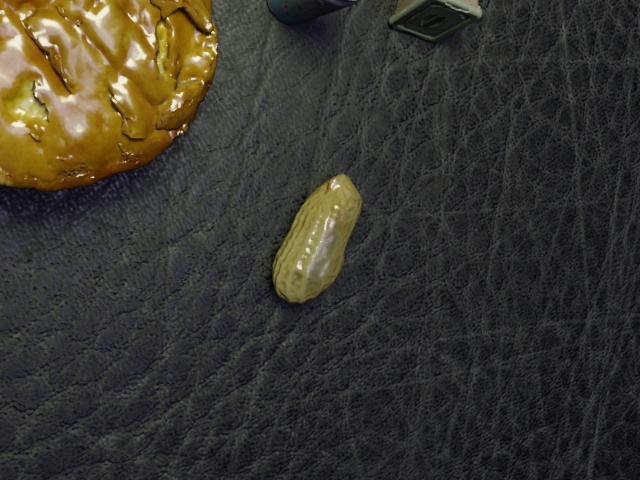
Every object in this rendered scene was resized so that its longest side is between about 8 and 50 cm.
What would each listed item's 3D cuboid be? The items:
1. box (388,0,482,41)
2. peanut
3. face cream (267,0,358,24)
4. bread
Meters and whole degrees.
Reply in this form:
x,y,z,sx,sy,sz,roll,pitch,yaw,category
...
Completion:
x,y,z,sx,sy,sz,roll,pitch,yaw,category
0.161,-0.330,1.010,0.089,0.122,0.062,12,82,-24,box
0.000,0.000,1.013,0.093,0.083,0.194,31,86,-24,peanut
0.003,-0.313,0.883,0.075,0.229,0.075,-3,99,-22,face cream
-0.304,-0.250,0.778,0.399,0.215,0.397,-4,101,-23,bread
